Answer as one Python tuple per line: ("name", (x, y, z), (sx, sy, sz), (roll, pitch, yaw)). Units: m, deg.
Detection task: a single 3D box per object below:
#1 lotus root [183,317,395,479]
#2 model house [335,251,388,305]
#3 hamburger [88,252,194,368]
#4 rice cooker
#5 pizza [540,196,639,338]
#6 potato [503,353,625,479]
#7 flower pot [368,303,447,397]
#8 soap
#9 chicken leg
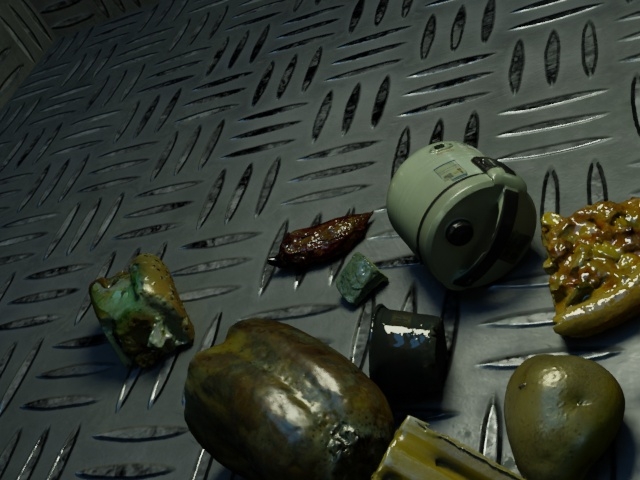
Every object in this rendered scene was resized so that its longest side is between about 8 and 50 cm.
("lotus root", (-0.037, 0.272, 1.229), (0.250, 0.250, 0.346), (-45, 38, -18))
("model house", (0.072, 0.074, 1.541), (0.083, 0.066, 0.079), (-50, 48, 4))
("hamburger", (-0.376, 0.127, 1.687), (0.168, 0.192, 0.288), (-25, 36, -9))
("rice cooker", (0.247, -0.045, 1.420), (0.226, 0.226, 0.244), (-31, 33, 0))
("pizza", (0.484, 0.027, 1.284), (0.269, 0.087, 0.257), (-14, 43, 18))
("potato", (0.320, 0.245, 1.103), (0.157, 0.157, 0.193), (2, 60, 36))
("flower pot", (0.142, 0.177, 1.297), (0.107, 0.157, 0.157), (-2, 44, 15))
("soap", (0.177, 0.340, 1.045), (0.233, 0.076, 0.135), (27, 58, 12))
("chicken leg", (0.000, 0.000, 1.666), (0.234, 0.063, 0.105), (-18, 43, 13))
